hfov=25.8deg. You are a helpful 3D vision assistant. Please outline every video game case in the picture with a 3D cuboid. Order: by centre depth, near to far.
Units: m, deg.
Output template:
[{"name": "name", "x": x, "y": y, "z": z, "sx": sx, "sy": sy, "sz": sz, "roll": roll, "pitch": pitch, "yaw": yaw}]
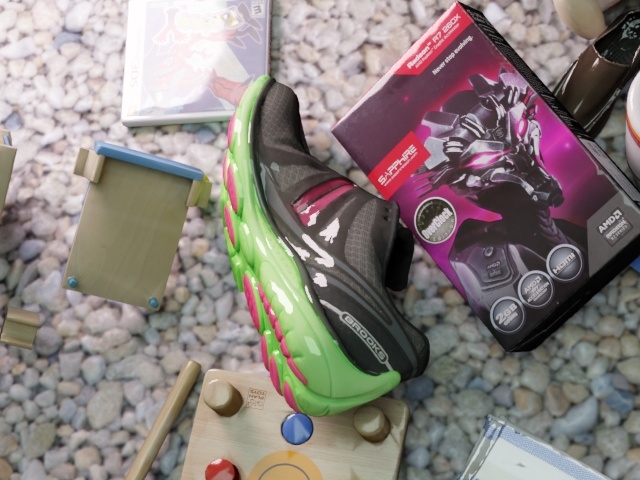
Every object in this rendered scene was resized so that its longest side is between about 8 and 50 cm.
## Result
[{"name": "video game case", "x": -0.166, "y": -0.245, "z": 1.873, "sx": 0.201, "sy": 0.023, "sz": 0.183, "roll": -2, "pitch": 72, "yaw": 11}]

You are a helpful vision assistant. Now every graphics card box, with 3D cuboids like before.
[{"name": "graphics card box", "x": 0.206, "y": -0.077, "z": 1.668, "sx": 0.233, "sy": 0.094, "sz": 0.371, "roll": -44, "pitch": 69, "yaw": 19}]

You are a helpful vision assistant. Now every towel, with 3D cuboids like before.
[{"name": "towel", "x": 0.221, "y": 0.366, "z": 1.592, "sx": 0.209, "sy": 0.034, "sz": 0.285, "roll": 27, "pitch": 82, "yaw": 16}]

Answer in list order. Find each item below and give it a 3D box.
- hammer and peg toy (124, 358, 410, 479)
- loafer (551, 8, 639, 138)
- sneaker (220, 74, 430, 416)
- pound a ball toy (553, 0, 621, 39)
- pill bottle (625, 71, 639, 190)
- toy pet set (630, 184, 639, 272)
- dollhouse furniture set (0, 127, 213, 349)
[{"name": "hammer and peg toy", "x": -0.091, "y": 0.276, "z": 1.633, "sx": 0.361, "sy": 0.127, "sz": 0.266, "roll": 9, "pitch": 74, "yaw": 14}, {"name": "loafer", "x": 0.339, "y": -0.206, "z": 1.726, "sx": 0.080, "sy": 0.078, "sz": 0.220, "roll": 33, "pitch": 81, "yaw": 19}, {"name": "sneaker", "x": 0.000, "y": 0.000, "z": 1.671, "sx": 0.202, "sy": 0.185, "sz": 0.483, "roll": -7, "pitch": 53, "yaw": -16}, {"name": "pound a ball toy", "x": 0.401, "y": -0.361, "z": 1.716, "sx": 0.319, "sy": 0.136, "sz": 0.208, "roll": -35, "pitch": 33, "yaw": -1}, {"name": "pill bottle", "x": 0.412, "y": -0.119, "z": 1.606, "sx": 0.121, "sy": 0.221, "sz": 0.121, "roll": -4, "pitch": 71, "yaw": 11}, {"name": "toy pet set", "x": 0.353, "y": -0.006, "z": 1.663, "sx": 0.114, "sy": 0.065, "sz": 0.122, "roll": 39, "pitch": 87, "yaw": 17}, {"name": "dollhouse furniture set", "x": -0.318, "y": 0.005, "z": 1.804, "sx": 0.303, "sy": 0.198, "sz": 0.286, "roll": 13, "pitch": 98, "yaw": -16}]
